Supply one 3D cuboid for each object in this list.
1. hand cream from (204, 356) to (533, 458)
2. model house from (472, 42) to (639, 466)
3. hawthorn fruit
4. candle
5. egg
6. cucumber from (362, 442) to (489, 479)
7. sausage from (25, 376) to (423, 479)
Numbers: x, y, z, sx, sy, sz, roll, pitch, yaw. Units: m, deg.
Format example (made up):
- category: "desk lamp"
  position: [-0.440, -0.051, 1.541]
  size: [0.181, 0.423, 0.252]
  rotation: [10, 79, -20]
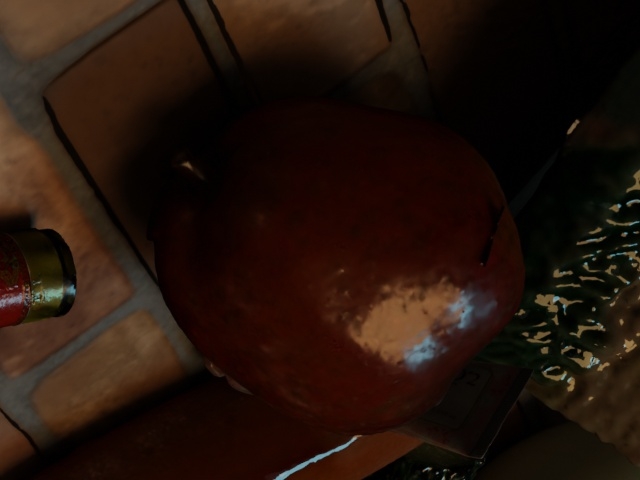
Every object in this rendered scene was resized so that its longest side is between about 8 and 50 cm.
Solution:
- category: "hand cream"
  position: [0.020, 0.082, 1.144]
  size: [0.067, 0.210, 0.043]
  rotation: [-54, 136, -33]
- category: "model house"
  position: [0.272, 0.005, 1.174]
  size: [0.298, 0.284, 0.243]
  rotation: [-55, 175, 16]
- category: "hawthorn fruit"
  position: [0.000, 0.000, 1.054]
  size: [0.202, 0.185, 0.185]
  rotation: [30, 108, -27]
- category: "candle"
  position: [-0.190, 0.026, 0.995]
  size: [0.131, 0.052, 0.052]
  rotation: [-10, 136, -36]
- category: "egg"
  position: [0.192, 0.239, 1.516]
  size: [0.241, 0.186, 0.186]
  rotation: [-46, 148, -8]
- category: "cucumber"
  position: [0.010, 0.266, 1.443]
  size: [0.096, 0.096, 0.359]
  rotation: [-7, 133, -42]
- category: "sausage"
  position: [-0.050, 0.134, 1.227]
  size: [0.348, 0.097, 0.094]
  rotation: [-26, 154, -23]
